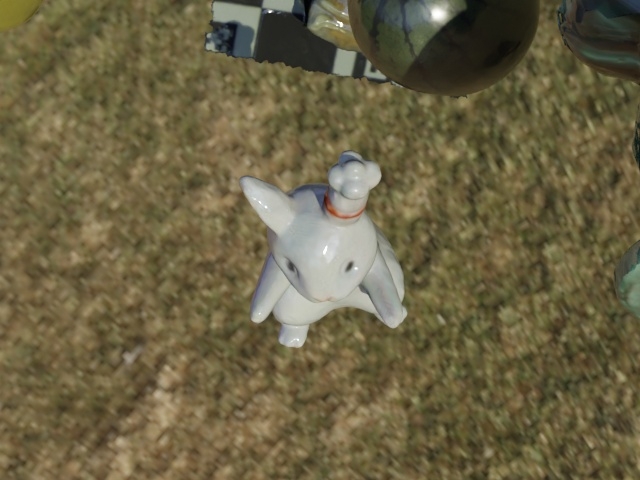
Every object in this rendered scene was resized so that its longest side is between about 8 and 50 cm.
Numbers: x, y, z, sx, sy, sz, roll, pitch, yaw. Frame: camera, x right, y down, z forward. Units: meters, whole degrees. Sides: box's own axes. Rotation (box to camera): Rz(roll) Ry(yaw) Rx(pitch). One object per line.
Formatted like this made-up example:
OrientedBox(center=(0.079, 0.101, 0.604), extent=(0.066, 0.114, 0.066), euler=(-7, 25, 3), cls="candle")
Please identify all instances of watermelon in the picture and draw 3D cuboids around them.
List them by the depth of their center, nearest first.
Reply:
OrientedBox(center=(0.056, -0.103, 0.691), extent=(0.078, 0.111, 0.078), euler=(0, 89, 32), cls="watermelon")

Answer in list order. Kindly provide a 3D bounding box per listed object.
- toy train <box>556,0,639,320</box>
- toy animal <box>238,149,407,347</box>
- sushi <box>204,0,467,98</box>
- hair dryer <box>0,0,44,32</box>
OrientedBox(center=(0.192, -0.075, 0.472), extent=(0.222, 0.304, 0.150), euler=(-9, 63, 2), cls="toy train")
OrientedBox(center=(0.002, 0.015, 1.419), extent=(0.141, 0.282, 0.138), euler=(-5, 80, 4), cls="toy animal")
OrientedBox(center=(0.062, -0.314, 1.520), extent=(0.296, 0.373, 0.100), euler=(10, 25, -11), cls="sushi")
OrientedBox(center=(-0.063, -0.159, 0.443), extent=(0.135, 0.090, 0.278), euler=(-51, 11, 24), cls="hair dryer")
